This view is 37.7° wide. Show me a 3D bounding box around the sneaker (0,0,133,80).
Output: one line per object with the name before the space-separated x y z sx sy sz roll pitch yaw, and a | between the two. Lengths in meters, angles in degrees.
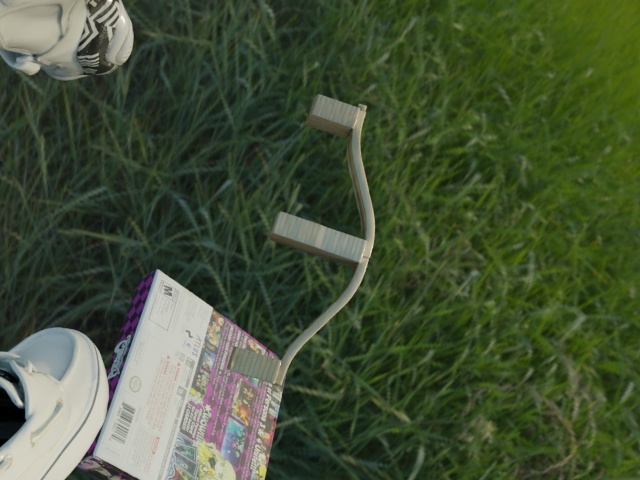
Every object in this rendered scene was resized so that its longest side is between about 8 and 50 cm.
sneaker | -0.244 -0.186 0.666 0.210 0.366 0.137 -21 91 -21

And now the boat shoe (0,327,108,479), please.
boat shoe | -0.202 0.115 0.599 0.095 0.084 0.258 -1 26 2

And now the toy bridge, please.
toy bridge | 0.000 0.000 0.584 0.063 0.026 0.188 19 77 -4

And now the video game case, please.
video game case | -0.136 0.179 0.999 0.210 0.041 0.232 39 42 -29
